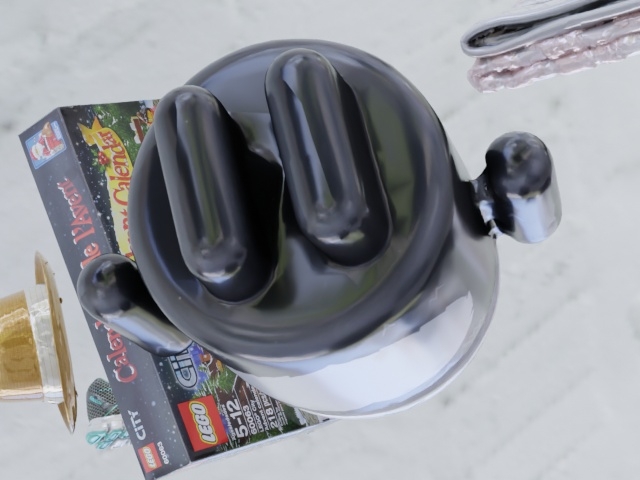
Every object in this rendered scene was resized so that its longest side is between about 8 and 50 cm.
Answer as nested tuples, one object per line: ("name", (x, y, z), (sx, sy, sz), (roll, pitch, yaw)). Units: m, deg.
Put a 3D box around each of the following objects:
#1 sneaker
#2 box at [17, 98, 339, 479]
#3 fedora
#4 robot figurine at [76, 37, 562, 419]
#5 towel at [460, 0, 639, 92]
("sneaker", (-0.168, 0.167, 1.869), (0.166, 0.065, 0.076), (-2, -117, -30))
("box", (-0.083, 0.024, 1.144), (0.159, 0.044, 0.233), (-11, -104, -51))
("fedora", (-0.281, 0.102, 1.712), (0.079, 0.194, 0.194), (-9, -66, -12))
("robot figurine", (0.002, 0.002, 0.950), (0.174, 0.209, 0.278), (-65, -19, -9))
("towel", (0.290, -0.201, 1.230), (0.317, 0.331, 0.053), (-40, -66, -56))
